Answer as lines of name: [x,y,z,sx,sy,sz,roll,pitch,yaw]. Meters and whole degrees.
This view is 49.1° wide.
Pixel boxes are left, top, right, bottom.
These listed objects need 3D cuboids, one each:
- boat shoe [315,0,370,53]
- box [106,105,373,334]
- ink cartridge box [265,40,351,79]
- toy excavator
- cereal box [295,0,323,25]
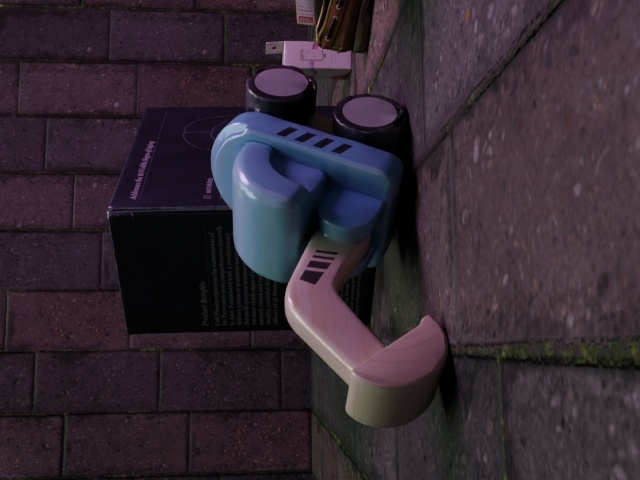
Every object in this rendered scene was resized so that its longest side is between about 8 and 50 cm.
boat shoe: [0.046,-0.493,1.302,0.110,0.104,0.307,-94,7,-53]
box: [-0.150,-0.064,1.461,0.480,0.472,0.297,-97,8,-58]
ink cartridge box: [-0.031,-0.425,1.658,0.115,0.198,0.067,-174,84,-85]
toy excavator: [0.000,0.000,0.951,0.222,0.433,0.445,95,-159,-44]
cereal box: [-0.011,-0.572,1.372,0.240,0.047,0.173,86,-164,-52]
